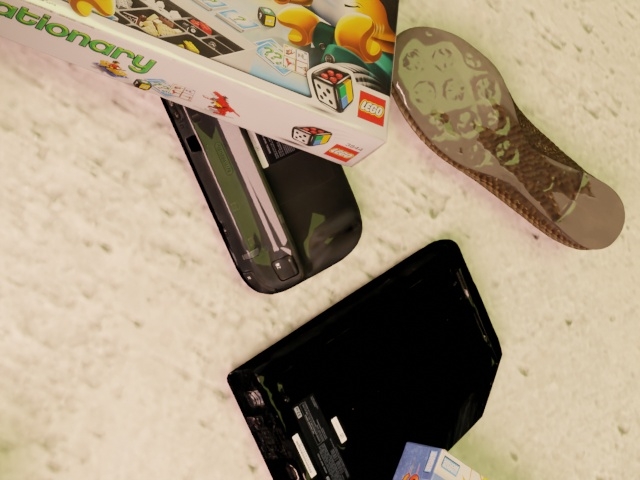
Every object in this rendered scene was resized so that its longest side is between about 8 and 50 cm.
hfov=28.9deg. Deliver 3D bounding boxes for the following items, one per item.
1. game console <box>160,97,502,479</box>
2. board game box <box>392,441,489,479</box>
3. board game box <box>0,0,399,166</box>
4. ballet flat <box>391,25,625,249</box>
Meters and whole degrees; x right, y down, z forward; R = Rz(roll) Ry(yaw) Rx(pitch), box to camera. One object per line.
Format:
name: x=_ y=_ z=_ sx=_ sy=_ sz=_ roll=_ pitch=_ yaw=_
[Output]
game console: x=0.000 y=0.000 z=0.860 sx=0.213 sy=0.044 sz=0.361 roll=-30 pitch=101 yaw=-38
board game box: x=0.108 y=0.245 z=0.878 sx=0.201 sy=0.035 sz=0.136 roll=37 pitch=67 yaw=-37
board game box: x=-0.089 y=-0.184 z=0.775 sx=0.305 sy=0.053 sz=0.193 roll=18 pitch=63 yaw=-26
ballet flat: x=0.140 y=-0.076 z=0.978 sx=0.250 sy=0.058 sz=0.084 roll=36 pitch=84 yaw=-21
